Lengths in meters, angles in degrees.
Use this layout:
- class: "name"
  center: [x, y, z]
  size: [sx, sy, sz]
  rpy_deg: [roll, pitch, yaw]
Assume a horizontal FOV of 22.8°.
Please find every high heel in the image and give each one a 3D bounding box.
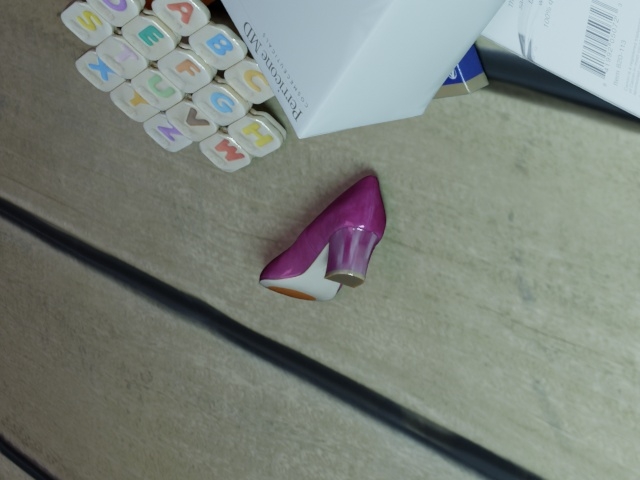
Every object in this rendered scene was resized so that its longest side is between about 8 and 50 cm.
- class: "high heel"
  center: [0.000, 0.000, 1.812]
  size: [0.244, 0.082, 0.117]
  rpy_deg: [155, 131, -68]

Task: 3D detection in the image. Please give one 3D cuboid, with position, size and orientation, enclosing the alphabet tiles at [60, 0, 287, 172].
- class: "alphabet tiles"
  center: [-0.173, -0.191, 1.861]
  size: [0.284, 0.021, 0.278]
  rpy_deg: [43, 148, -18]

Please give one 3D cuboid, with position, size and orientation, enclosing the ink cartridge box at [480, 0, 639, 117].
- class: "ink cartridge box"
  center: [0.245, -0.245, 1.331]
  size: [0.283, 0.117, 0.207]
  rpy_deg: [36, 129, 42]

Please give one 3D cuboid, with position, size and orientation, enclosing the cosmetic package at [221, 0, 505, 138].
- class: "cosmetic package"
  center: [0.069, -0.273, 1.330]
  size: [0.197, 0.155, 0.365]
  rpy_deg: [60, 141, 21]

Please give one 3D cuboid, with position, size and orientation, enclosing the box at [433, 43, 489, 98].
- class: "box"
  center: [0.078, -0.249, 1.588]
  size: [0.136, 0.036, 0.225]
  rpy_deg: [-2, 112, 54]

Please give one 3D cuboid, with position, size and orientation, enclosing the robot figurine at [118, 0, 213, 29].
- class: "robot figurine"
  center: [-0.194, -0.337, 1.854]
  size: [0.219, 0.128, 0.158]
  rpy_deg: [-36, 83, 27]
